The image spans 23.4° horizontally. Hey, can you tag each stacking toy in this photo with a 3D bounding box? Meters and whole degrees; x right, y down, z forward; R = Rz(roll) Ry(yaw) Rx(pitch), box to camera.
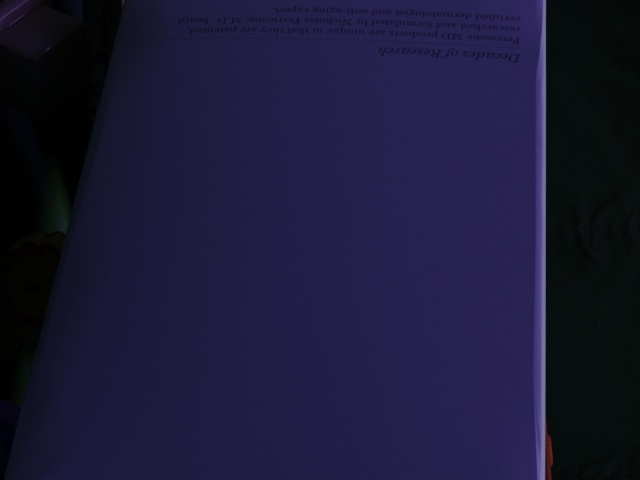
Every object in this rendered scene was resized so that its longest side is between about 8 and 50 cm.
[{"bbox_3d":[-0.116,0.125,0.601,0.167,0.052,0.221,-71,156,-70],"label":"stacking toy"}]

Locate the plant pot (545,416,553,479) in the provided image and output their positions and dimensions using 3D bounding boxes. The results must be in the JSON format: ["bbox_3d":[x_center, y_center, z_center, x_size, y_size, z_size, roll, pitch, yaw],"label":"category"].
[{"bbox_3d":[0.016,0.209,0.839,0.267,0.236,0.267,-57,142,-76],"label":"plant pot"}]

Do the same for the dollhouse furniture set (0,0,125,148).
[{"bbox_3d":[-0.106,-0.098,0.857,0.355,0.174,0.303,-46,153,-40],"label":"dollhouse furniture set"}]

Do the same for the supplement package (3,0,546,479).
[{"bbox_3d":[-0.001,0.040,0.612,0.177,0.175,0.293,85,9,-50],"label":"supplement package"}]
